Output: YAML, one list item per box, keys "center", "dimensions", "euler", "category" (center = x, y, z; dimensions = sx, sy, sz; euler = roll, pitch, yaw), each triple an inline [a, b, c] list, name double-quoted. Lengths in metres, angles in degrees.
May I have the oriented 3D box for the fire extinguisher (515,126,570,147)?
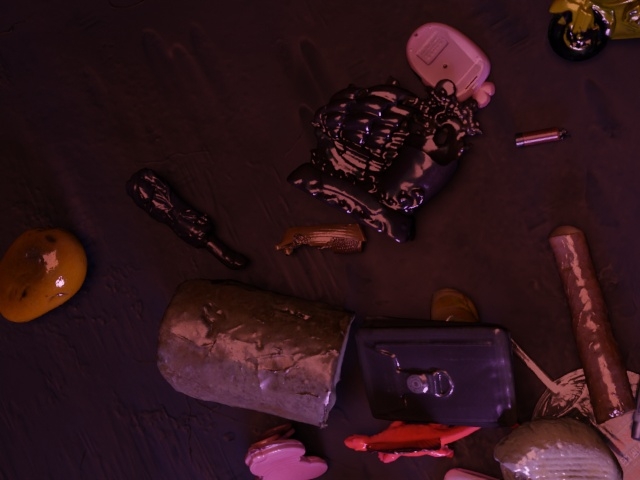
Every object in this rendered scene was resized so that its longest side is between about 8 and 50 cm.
- center: [0.344, -0.159, 1.695]
  dimensions: [0.083, 0.022, 0.028]
  euler: [-8, 49, 13]
  category: "fire extinguisher"

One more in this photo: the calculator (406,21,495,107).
- center: [0.208, -0.276, 1.736]
  dimensions: [0.166, 0.024, 0.103]
  euler: [43, 97, 11]
  category: "calculator"

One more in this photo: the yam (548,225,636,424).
- center: [0.403, 0.121, 1.641]
  dimensions: [0.066, 0.066, 0.300]
  euler: [-16, 78, 13]
  category: "yam"

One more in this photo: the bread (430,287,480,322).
- center: [0.202, 0.151, 1.683]
  dimensions: [0.083, 0.094, 0.157]
  euler: [-2, 82, 18]
  category: "bread"

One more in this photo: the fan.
- center: [0.383, 0.286, 1.671]
  dimensions: [0.294, 0.012, 0.223]
  euler: [17, 93, 14]
  category: "fan"

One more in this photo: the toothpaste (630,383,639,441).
- center: [0.502, 0.181, 1.625]
  dimensions: [0.062, 0.039, 0.239]
  euler: [12, 82, 9]
  category: "toothpaste"

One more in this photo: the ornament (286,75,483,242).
- center: [0.105, -0.153, 1.714]
  dimensions: [0.251, 0.106, 0.261]
  euler: [27, 94, 12]
  category: "ornament"

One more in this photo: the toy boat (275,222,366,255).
- center: [0.000, 0.000, 1.762]
  dimensions: [0.149, 0.047, 0.049]
  euler: [-3, 87, 13]
  category: "toy boat"

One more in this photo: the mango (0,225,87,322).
- center: [-0.480, 0.061, 1.858]
  dimensions: [0.137, 0.098, 0.195]
  euler: [41, 102, 9]
  category: "mango"

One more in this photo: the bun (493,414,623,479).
- center: [0.331, 0.350, 1.609]
  dimensions: [0.203, 0.126, 0.213]
  euler: [24, 102, -14]
  category: "bun"

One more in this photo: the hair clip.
- center: [-0.062, 0.349, 1.717]
  dimensions: [0.123, 0.138, 0.102]
  euler: [-24, 87, 5]
  category: "hair clip"

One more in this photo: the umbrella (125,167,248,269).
- center: [-0.225, -0.028, 1.813]
  dimensions: [0.248, 0.071, 0.071]
  euler: [42, 97, 11]
  category: "umbrella"

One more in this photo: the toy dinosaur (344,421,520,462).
- center: [0.169, 0.301, 1.654]
  dimensions: [0.286, 0.139, 0.070]
  euler: [-6, 84, 16]
  category: "toy dinosaur"

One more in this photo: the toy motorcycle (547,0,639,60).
- center: [0.500, -0.386, 1.611]
  dimensions: [0.342, 0.142, 0.206]
  euler: [-7, 123, 13]
  category: "toy motorcycle"

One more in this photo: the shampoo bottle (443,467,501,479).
- center: [0.218, 0.467, 1.681]
  dimensions: [0.108, 0.051, 0.221]
  euler: [15, 90, 12]
  category: "shampoo bottle"

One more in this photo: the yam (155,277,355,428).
- center: [-0.100, 0.169, 1.710]
  dimensions: [0.300, 0.195, 0.195]
  euler: [13, 90, 13]
  category: "yam"

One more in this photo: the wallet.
- center: [0.171, 0.197, 1.631]
  dimensions: [0.245, 0.052, 0.169]
  euler: [0, 104, 31]
  category: "wallet"
